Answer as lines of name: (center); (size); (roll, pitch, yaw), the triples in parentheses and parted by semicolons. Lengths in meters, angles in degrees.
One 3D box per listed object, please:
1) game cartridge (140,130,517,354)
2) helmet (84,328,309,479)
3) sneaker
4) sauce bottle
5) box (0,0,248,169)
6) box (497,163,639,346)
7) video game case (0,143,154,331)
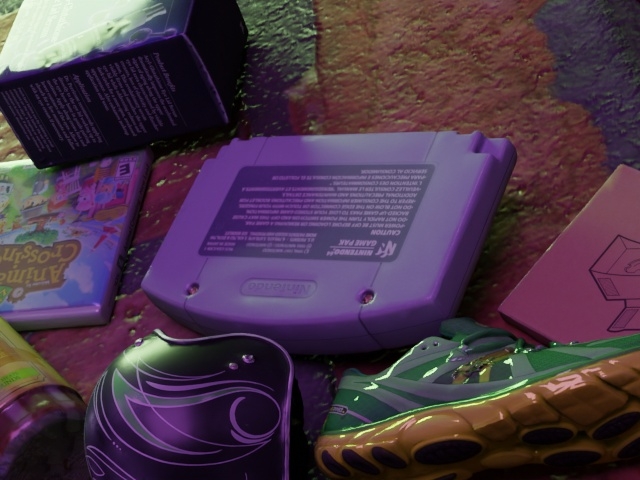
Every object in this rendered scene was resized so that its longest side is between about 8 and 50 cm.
game cartridge: (0.000, 0.000, 1.266); (0.297, 0.062, 0.198); (2, 58, 36)
helmet: (-0.095, 0.149, 1.142); (0.161, 0.169, 0.169); (-1, 52, 5)
sneaker: (0.129, 0.100, 1.099); (0.295, 0.109, 0.124); (-14, 49, 22)
sauce bottle: (-0.319, 0.097, 1.316); (0.111, 0.111, 0.344); (-45, 52, -13)
box: (-0.186, -0.172, 1.462); (0.207, 0.108, 0.153); (-13, 39, 16)
box: (0.258, 0.037, 1.153); (0.201, 0.021, 0.164); (29, 71, 40)
video game case: (-0.270, 0.000, 1.440); (0.212, 0.023, 0.193); (-6, 52, 22)
